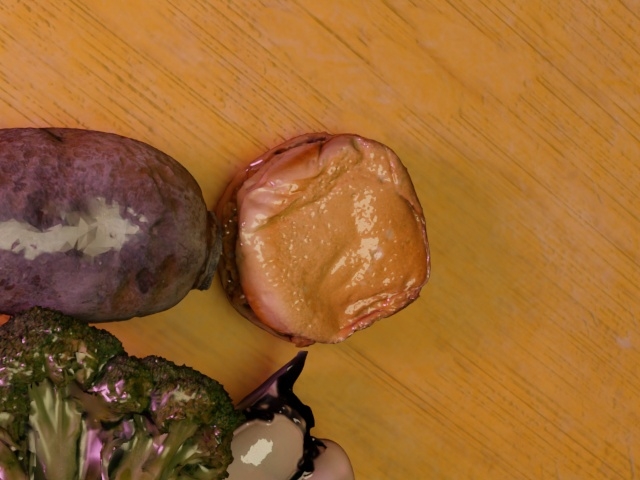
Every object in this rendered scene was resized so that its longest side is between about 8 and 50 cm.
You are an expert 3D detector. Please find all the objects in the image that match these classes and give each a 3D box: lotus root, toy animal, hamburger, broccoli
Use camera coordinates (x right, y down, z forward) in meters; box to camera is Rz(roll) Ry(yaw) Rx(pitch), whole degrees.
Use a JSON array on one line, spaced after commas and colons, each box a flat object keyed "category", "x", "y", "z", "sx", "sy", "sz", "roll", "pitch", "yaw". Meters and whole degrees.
[{"category": "lotus root", "x": -0.247, "y": -0.014, "z": 1.433, "sx": 0.349, "sy": 0.175, "sz": 0.175, "roll": 1, "pitch": 94, "yaw": -24}, {"category": "toy animal", "x": -0.037, "y": 0.221, "z": 1.556, "sx": 0.166, "sy": 0.138, "sz": 0.179, "roll": -32, "pitch": 102, "yaw": -1}, {"category": "hamburger", "x": -0.001, "y": -0.001, "z": 1.569, "sx": 0.214, "sy": 0.108, "sz": 0.213, "roll": -3, "pitch": 97, "yaw": -23}, {"category": "broccoli", "x": -0.219, "y": 0.220, "z": 1.397, "sx": 0.304, "sy": 0.283, "sz": 0.321, "roll": 2, "pitch": 128, "yaw": -12}]
